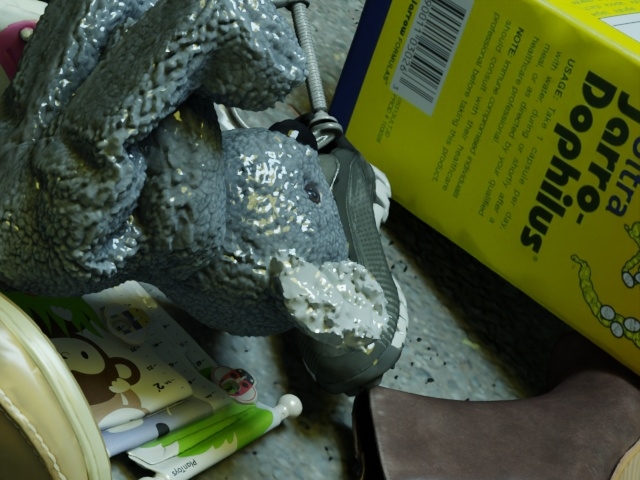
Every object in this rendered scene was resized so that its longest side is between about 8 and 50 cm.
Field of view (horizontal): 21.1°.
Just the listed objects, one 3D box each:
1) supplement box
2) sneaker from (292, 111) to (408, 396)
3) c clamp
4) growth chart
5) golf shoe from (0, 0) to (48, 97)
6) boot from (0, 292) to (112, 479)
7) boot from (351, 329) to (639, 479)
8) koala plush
[{"bbox_3d":[0.206,-0.074,1.218,0.356,0.195,0.194,37,32,32],"label":"supplement box"},{"bbox_3d":[0.000,0.000,1.116,0.106,0.078,0.234,54,21,-34],"label":"sneaker"},{"bbox_3d":[-0.024,-0.120,1.118,0.137,0.022,0.161,6,63,-26],"label":"c clamp"},{"bbox_3d":[-0.140,0.057,1.011,0.237,0.021,0.172,42,36,10],"label":"growth chart"},{"bbox_3d":[-0.214,-0.131,1.084,0.306,0.115,0.140,23,31,-24],"label":"golf shoe"},{"bbox_3d":[-0.245,0.077,0.844,0.262,0.095,0.203,51,43,1],"label":"boot"},{"bbox_3d":[0.121,0.119,1.102,0.207,0.090,0.248,20,36,-17],"label":"boot"},{"bbox_3d":[-0.071,-0.018,0.978,0.221,0.203,0.196,39,-12,-33],"label":"koala plush"}]
